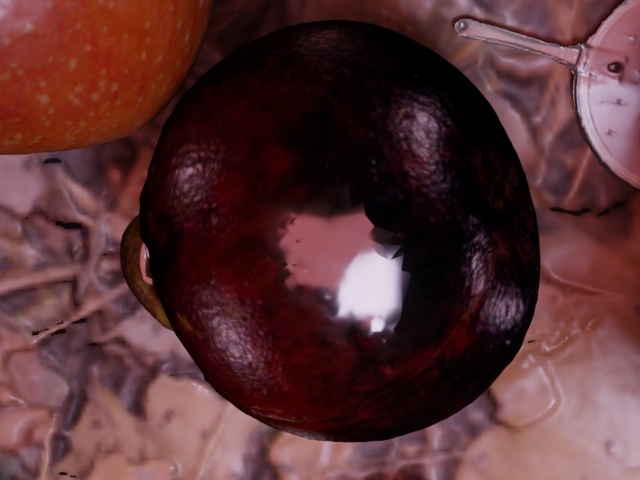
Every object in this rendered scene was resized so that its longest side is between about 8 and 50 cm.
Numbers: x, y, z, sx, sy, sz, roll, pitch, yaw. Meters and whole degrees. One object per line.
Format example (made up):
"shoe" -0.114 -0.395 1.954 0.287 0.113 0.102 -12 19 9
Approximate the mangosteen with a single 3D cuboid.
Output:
"mangosteen" 0.000 0.000 0.555 0.152 0.152 0.153 2 105 6

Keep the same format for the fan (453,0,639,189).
"fan" 0.114 -0.063 0.594 0.133 0.005 0.085 16 107 1

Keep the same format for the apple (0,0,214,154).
"apple" -0.123 -0.115 0.520 0.181 0.181 0.168 1 108 6
